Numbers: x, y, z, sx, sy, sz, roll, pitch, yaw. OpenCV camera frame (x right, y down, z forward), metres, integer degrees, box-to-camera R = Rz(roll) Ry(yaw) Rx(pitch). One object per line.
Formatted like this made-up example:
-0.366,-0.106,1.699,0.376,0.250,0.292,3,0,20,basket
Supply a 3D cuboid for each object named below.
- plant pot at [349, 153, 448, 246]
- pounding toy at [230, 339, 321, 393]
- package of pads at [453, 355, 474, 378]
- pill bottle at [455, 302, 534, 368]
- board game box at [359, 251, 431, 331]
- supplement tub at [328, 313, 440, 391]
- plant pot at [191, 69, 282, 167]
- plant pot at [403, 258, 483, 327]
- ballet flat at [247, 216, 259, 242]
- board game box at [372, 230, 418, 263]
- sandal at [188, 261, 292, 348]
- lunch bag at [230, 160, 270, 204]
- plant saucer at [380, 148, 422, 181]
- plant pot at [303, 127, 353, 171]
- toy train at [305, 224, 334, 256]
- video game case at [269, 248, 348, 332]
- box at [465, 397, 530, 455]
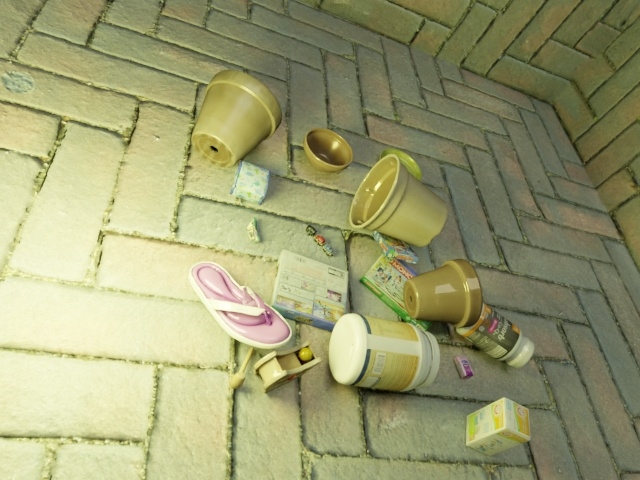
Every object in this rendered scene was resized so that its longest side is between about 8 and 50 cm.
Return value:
0.336,-0.135,1.997,0.305,0.334,0.333,27,46,-19,plant pot
-0.140,0.358,1.477,0.270,0.154,0.155,-16,65,-38,pounding toy
0.547,0.482,1.860,0.050,0.032,0.083,1,55,-26,package of pads
0.694,0.376,1.939,0.278,0.162,0.162,35,46,-1,pill bottle
0.332,0.198,1.952,0.317,0.046,0.213,41,47,5,board game box
0.210,0.375,1.614,0.316,0.228,0.228,13,50,-21,supplement tub
-0.352,-0.451,1.917,0.323,0.323,0.280,29,62,-7,plant pot
0.441,0.207,1.832,0.229,0.263,0.263,-5,56,-11,plant pot
-0.252,-0.040,1.809,0.041,0.041,0.114,6,52,-26,ballet flat
0.308,0.023,2.019,0.136,0.035,0.201,16,20,-18,board game box
-0.264,0.186,1.513,0.416,0.102,0.169,33,43,22,sandal
-0.271,-0.233,1.907,0.129,0.096,0.151,20,59,-17,lunch bag
0.394,-0.358,2.430,0.241,0.037,0.241,15,49,-18,plant saucer
0.019,-0.384,2.184,0.237,0.109,0.237,16,48,-19,plant pot
0.000,0.000,1.921,0.027,0.036,0.158,-30,74,-42,toy train
-0.037,0.181,1.740,0.270,0.061,0.244,20,47,-15,video game case
0.599,0.633,1.652,0.103,0.203,0.114,27,46,-9,box
